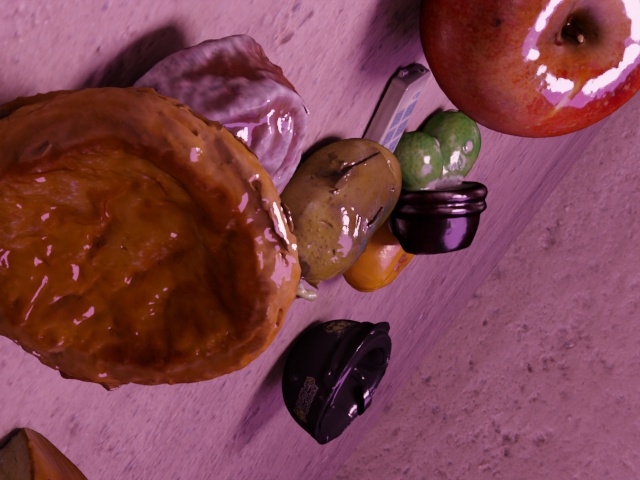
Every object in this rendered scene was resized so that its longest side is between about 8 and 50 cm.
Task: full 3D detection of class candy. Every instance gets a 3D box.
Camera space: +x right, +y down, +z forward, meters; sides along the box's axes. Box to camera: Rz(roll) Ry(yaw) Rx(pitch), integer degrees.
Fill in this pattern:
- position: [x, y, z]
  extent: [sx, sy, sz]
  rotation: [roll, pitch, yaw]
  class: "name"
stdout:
- position: [-0.132, -0.081, 1.336]
  extent: [0.214, 0.157, 0.289]
  rotation: [-11, 147, -42]
  class: "candy"

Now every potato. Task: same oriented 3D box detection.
- position: [0.025, -0.050, 1.862]
  extent: [0.248, 0.143, 0.169]
  rotation: [-43, 154, -37]
  class: "potato"

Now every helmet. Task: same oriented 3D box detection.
- position: [0.017, 0.245, 2.496]
  extent: [0.230, 0.160, 0.278]
  rotation: [-31, 143, -48]
  class: "helmet"

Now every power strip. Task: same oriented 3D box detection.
- position: [0.110, -0.190, 2.005]
  extent: [0.081, 0.035, 0.192]
  rotation: [-35, 159, -45]
  class: "power strip"

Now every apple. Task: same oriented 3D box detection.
- position: [0.300, -0.307, 1.772]
  extent: [0.349, 0.277, 0.348]
  rotation: [-8, 116, -18]
  class: "apple"

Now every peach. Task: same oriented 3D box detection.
- position: [0.106, 0.014, 2.331]
  extent: [0.179, 0.103, 0.179]
  rotation: [-45, 166, -14]
  class: "peach"

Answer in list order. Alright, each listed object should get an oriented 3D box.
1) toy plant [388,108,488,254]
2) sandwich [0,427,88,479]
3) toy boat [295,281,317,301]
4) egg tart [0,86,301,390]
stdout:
- position: [0.197, -0.100, 2.205]
  extent: [0.218, 0.175, 0.235]
  rotation: [-15, 106, -54]
  class: "toy plant"
- position: [-0.369, 0.306, 1.656]
  extent: [0.094, 0.096, 0.258]
  rotation: [-43, 165, -8]
  class: "sandwich"
- position: [-0.123, 0.079, 1.845]
  extent: [0.293, 0.099, 0.108]
  rotation: [-15, 141, -53]
  class: "toy boat"
- position: [-0.179, -0.012, 1.180]
  extent: [0.129, 0.341, 0.341]
  rotation: [-87, -161, -51]
  class: "egg tart"
